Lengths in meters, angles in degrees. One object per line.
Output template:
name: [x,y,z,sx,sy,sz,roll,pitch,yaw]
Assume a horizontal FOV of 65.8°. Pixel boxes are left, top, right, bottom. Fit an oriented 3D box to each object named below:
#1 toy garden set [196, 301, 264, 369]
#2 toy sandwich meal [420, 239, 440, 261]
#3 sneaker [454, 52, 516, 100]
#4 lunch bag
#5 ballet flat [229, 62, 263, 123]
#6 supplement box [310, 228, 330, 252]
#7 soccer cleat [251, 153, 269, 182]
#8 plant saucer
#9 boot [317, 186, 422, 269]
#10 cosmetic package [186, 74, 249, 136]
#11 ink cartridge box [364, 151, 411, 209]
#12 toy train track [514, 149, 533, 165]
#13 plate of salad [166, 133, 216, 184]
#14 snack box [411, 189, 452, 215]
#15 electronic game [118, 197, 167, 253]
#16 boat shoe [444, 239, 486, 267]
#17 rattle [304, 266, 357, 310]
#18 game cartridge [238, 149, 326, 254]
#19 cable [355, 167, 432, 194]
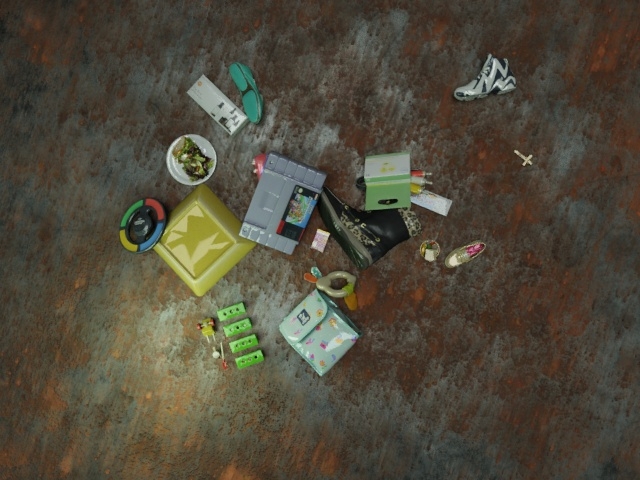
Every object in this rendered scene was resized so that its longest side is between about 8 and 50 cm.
toy garden set: [-0.357,0.388,1.962,0.204,0.049,0.244,-20,92,1]
toy sandwich meal: [0.425,0.039,1.919,0.086,0.029,0.085,0,93,2]
sneaker: [0.605,-0.618,1.852,0.235,0.094,0.153,-11,91,3]
lunch bag: [-0.003,0.343,1.891,0.262,0.160,0.223,45,97,11]
ballet flat: [-0.263,-0.567,1.893,0.083,0.087,0.247,-26,87,40]
supplement box: [0.000,0.000,1.929,0.055,0.043,0.083,22,92,0]
soccer cleat: [-0.197,-0.213,1.915,0.095,0.083,0.247,-14,93,-11]
plant saucer: [-0.477,-0.001,1.933,0.333,0.081,0.332,-43,89,4]
boot: [0.174,-0.094,1.863,0.284,0.138,0.377,-26,59,-15]
cosmetic package: [-0.393,-0.520,1.916,0.239,0.060,0.099,43,93,0]
ink cartridge box: [0.247,-0.222,1.823,0.171,0.056,0.235,-4,50,15]
toy train track: [0.777,-0.318,1.898,0.083,0.014,0.048,39,101,6]
plate of salad: [-0.507,-0.317,1.936,0.200,0.048,0.199,0,92,2]
snack box: [0.414,-0.157,1.915,0.178,0.022,0.064,23,92,1]
electronic game: [-0.687,-0.058,1.913,0.229,0.048,0.229,-8,69,23]
boat shoe: [0.557,0.050,1.899,0.170,0.059,0.063,-33,91,3]
rattle: [0.044,0.189,1.943,0.200,0.142,0.130,3,60,17]
game cartridge: [-0.141,-0.131,1.846,0.230,0.068,0.355,23,115,-5]
cable: [0.282,-0.239,1.883,0.287,0.072,0.139,10,57,11]
